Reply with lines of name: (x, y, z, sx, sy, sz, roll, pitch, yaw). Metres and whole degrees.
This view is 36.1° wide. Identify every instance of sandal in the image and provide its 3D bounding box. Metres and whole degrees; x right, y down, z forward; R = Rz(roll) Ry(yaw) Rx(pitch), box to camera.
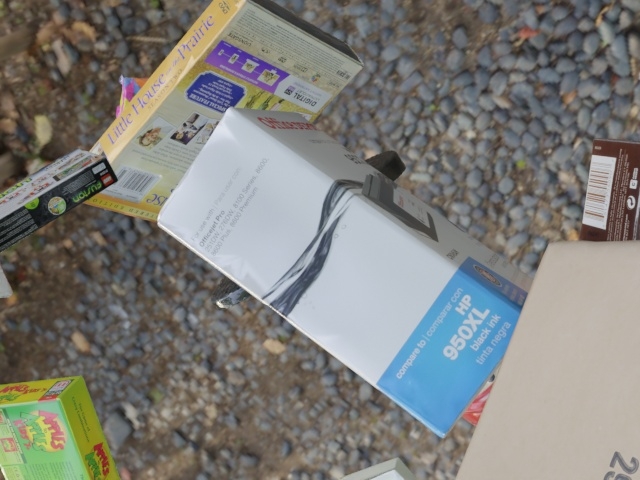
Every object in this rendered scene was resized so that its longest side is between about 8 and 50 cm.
sandal: (0.002, -0.001, 1.724, 0.107, 0.445, 0.167, 57, 154, -14)

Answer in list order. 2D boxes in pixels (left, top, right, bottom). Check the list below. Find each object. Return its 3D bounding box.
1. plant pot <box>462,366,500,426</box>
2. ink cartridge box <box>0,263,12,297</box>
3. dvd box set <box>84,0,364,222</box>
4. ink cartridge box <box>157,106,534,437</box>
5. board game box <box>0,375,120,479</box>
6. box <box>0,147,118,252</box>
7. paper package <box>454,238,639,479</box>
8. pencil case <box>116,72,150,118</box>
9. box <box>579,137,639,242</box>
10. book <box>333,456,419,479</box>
plant pot: (0.279, 0.212, 1.598, 0.191, 0.191, 0.174, -20, 146, 35)
ink cartridge box: (-0.380, -0.046, 0.644, 0.066, 0.261, 0.296, -54, 55, 35)
dvd box set: (-0.162, -0.192, 1.577, 0.420, 0.307, 0.062, -46, 57, 21)
ink cartridge box: (0.047, 0.018, 1.156, 0.395, 0.285, 0.166, 36, 102, 8)
board game box: (-0.239, 0.218, 0.909, 0.092, 0.043, 0.181, -9, 109, 19)
box: (-0.355, -0.041, 1.178, 0.114, 0.207, 0.036, 19, 139, 57)
paper package: (0.203, 0.168, 0.462, 0.168, 0.325, 0.309, 32, 164, -23)
pencil case: (-0.247, -0.244, 1.760, 0.236, 0.104, 0.105, 1, 121, -9)
box: (0.531, -0.062, 1.493, 0.203, 0.167, 0.169, 4, 97, -13)
book: (0.079, 0.357, 1.344, 0.144, 0.035, 0.096, -31, 109, 33)
